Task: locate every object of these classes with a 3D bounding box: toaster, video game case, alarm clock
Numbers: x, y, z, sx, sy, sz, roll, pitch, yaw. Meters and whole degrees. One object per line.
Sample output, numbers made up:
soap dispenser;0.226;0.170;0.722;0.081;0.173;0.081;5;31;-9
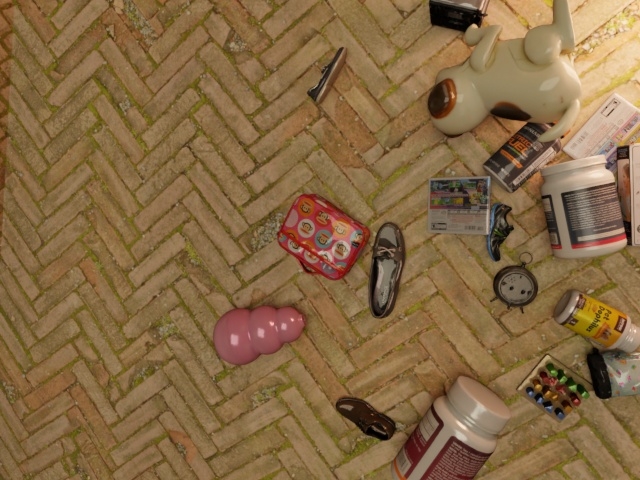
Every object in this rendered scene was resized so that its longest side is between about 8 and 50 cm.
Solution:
toaster;0.431;-0.720;1.357;0.185;0.168;0.110;22;99;15
video game case;0.446;-0.113;1.440;0.201;0.023;0.184;4;95;36
video game case;0.875;-0.297;1.328;0.193;0.023;0.212;42;103;10
alarm clock;0.626;0.128;1.414;0.129;0.064;0.192;19;96;15

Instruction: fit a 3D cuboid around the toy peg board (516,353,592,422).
toy peg board;0.736;0.474;1.393;0.161;0.079;0.161;36;103;12

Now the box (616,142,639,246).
box;0.954;-0.136;1.264;0.169;0.087;0.290;-5;97;13

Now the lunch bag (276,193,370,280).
lunch bag;0.000;0.000;1.571;0.293;0.120;0.258;33;106;14

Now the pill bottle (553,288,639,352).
pill bottle;0.828;0.244;1.329;0.215;0.117;0.117;28;101;13

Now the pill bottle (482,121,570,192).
pill bottle;0.628;-0.271;1.349;0.246;0.130;0.130;-45;81;14

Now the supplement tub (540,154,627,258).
supplement tub;0.754;-0.094;1.290;0.191;0.191;0.272;-11;91;17

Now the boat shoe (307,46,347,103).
boat shoe;0.021;-0.581;1.541;0.065;0.075;0.206;34;107;9

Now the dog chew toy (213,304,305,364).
dog chew toy;-0.216;0.329;1.619;0.331;0.206;0.207;-16;89;9

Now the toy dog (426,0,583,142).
toy dog;0.519;-0.440;1.306;0.407;0.284;0.396;-9;83;28

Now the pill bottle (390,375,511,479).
pill bottle;0.417;0.649;1.427;0.224;0.224;0.392;33;103;12

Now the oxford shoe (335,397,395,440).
oxford shoe;0.153;0.630;1.573;0.227;0.096;0.083;20;101;16

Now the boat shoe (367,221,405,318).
boat shoe;0.224;0.105;1.514;0.112;0.095;0.335;7;96;16

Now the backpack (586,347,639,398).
backpack;0.909;0.397;1.317;0.182;0.115;0.152;-11;88;15

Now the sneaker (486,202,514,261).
sneaker;0.572;-0.024;1.415;0.078;0.067;0.188;7;93;22
